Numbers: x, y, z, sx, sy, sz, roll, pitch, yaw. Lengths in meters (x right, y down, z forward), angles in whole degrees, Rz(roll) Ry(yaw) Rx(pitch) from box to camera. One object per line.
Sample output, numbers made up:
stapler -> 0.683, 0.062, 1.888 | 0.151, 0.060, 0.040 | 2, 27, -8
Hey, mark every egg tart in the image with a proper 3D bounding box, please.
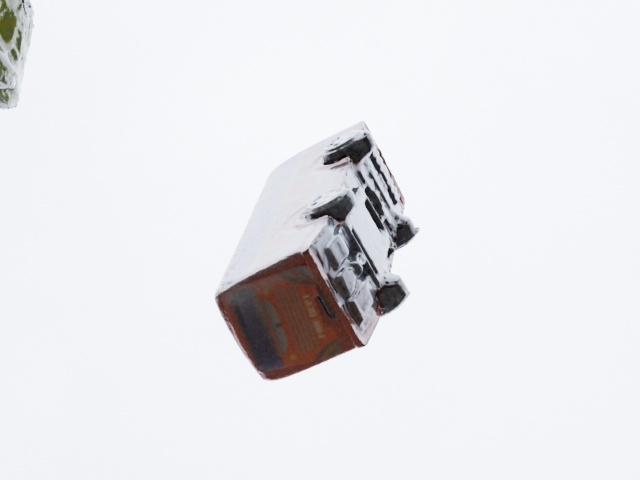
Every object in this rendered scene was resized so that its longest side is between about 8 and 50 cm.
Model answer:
egg tart -> -0.278, -0.172, 1.197 | 0.197, 0.197, 0.078 | 41, -103, -29

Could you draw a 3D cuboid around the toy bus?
toy bus -> 0.000, 0.000, 0.830 | 0.077, 0.192, 0.065 | -23, -74, 15
